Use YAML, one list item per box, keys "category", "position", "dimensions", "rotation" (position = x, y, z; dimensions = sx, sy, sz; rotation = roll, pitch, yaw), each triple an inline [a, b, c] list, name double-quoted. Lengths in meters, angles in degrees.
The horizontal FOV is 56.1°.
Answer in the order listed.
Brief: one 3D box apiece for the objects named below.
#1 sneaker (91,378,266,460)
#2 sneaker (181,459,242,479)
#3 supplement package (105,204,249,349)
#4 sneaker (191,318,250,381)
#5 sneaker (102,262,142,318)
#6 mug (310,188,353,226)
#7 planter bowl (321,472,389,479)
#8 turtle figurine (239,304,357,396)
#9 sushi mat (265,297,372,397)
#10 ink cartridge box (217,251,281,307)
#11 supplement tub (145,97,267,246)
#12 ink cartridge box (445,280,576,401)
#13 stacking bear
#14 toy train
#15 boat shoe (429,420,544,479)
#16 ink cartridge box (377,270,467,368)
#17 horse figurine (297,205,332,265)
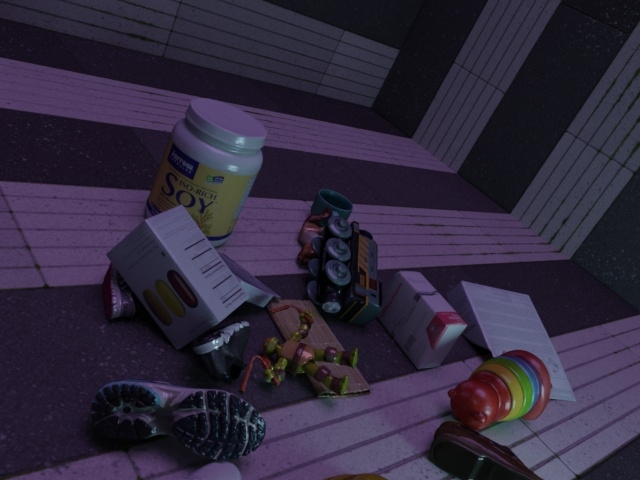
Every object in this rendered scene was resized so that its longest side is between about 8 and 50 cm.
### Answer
- category: "sneaker"
  position: [-0.229, 0.281, 1.009]
  dimensions: [0.283, 0.110, 0.122]
  rotation: [17, -3, -11]
- category: "sneaker"
  position: [-0.190, 0.389, 0.872]
  dimensions: [0.094, 0.091, 0.258]
  rotation: [35, 24, 15]
- category: "supplement package"
  position: [-0.288, 0.073, 1.228]
  dimensions: [0.244, 0.139, 0.134]
  rotation: [53, 27, -2]
- category: "sneaker"
  position: [-0.187, 0.227, 1.214]
  dimensions: [0.234, 0.078, 0.106]
  rotation: [-13, 82, -81]
- category: "sneaker"
  position: [-0.406, 0.100, 1.249]
  dimensions: [0.075, 0.063, 0.170]
  rotation: [15, 31, -31]
- category: "mug"
  position: [0.026, -0.094, 2.004]
  dimensions: [0.129, 0.097, 0.158]
  rotation: [36, 27, 17]
- category: "planter bowl"
  position: [0.086, 0.463, 1.009]
  dimensions: [0.217, 0.090, 0.217]
  rotation: [22, 25, -11]
- category: "turtle figurine"
  position: [-0.042, 0.258, 1.275]
  dimensions: [0.217, 0.087, 0.269]
  rotation: [18, 36, 12]
- category: "sushi mat"
  position: [-0.012, 0.245, 1.413]
  dimensions: [0.151, 0.019, 0.316]
  rotation: [7, 31, -38]
- category: "ink cartridge box"
  position: [-0.224, 0.077, 1.427]
  dimensions: [0.223, 0.045, 0.224]
  rotation: [34, -1, 26]
- category: "supplement tub"
  position: [-0.294, -0.173, 1.558]
  dimensions: [0.241, 0.331, 0.241]
  rotation: [22, 25, -11]
- category: "ink cartridge box"
  position: [0.575, 0.317, 1.827]
  dimensions: [0.308, 0.091, 0.385]
  rotation: [13, 45, -29]
- category: "stacking bear"
  position: [0.421, 0.371, 1.454]
  dimensions: [0.289, 0.164, 0.175]
  rotation: [-7, 42, -44]
- category: "toy train"
  position: [0.073, 0.075, 1.632]
  dimensions: [0.190, 0.142, 0.334]
  rotation: [25, 40, -18]
- category: "boat shoe"
  position: [0.381, 0.477, 1.250]
  dimensions: [0.307, 0.110, 0.104]
  rotation: [33, 27, 12]
- category: "ink cartridge box"
  position: [0.259, 0.206, 1.589]
  dimensions: [0.092, 0.158, 0.218]
  rotation: [3, 35, -39]
- category: "horse figurine"
  position: [0.000, 0.000, 1.817]
  dimensions: [0.175, 0.066, 0.263]
  rotation: [2, 41, -15]
